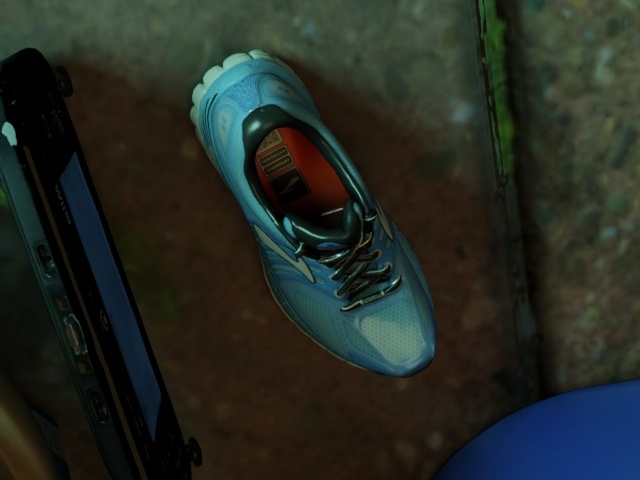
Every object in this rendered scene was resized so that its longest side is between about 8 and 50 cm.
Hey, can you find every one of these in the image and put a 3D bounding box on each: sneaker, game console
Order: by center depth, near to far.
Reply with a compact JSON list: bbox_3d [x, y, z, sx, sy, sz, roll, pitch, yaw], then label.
[{"bbox_3d":[-0.063,0.100,0.779,0.044,0.213,0.361,-20,103,-6],"label":"game console"},{"bbox_3d":[0.000,0.000,0.821,0.063,0.073,0.162,-35,114,0],"label":"sneaker"}]

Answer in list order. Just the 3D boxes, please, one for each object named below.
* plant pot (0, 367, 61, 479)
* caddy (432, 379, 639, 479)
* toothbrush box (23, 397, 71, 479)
[{"bbox_3d":[-0.185,0.125,0.569,0.237,0.110,0.237,-4,110,-13],"label":"plant pot"},{"bbox_3d":[0.201,0.193,0.887,0.341,0.179,0.241,-9,111,-10],"label":"caddy"},{"bbox_3d":[-0.234,0.074,0.714,0.295,0.216,0.126,40,97,-24],"label":"toothbrush box"}]
